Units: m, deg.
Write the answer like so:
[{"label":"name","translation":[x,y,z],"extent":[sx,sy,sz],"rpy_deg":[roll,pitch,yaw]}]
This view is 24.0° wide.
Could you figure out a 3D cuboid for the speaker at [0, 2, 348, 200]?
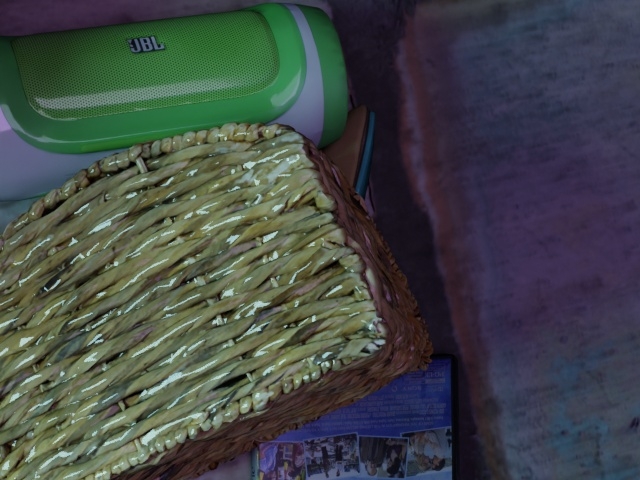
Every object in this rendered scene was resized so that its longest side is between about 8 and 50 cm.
[{"label":"speaker","translation":[-0.135,-0.107,1.146],"extent":[0.297,0.131,0.131],"rpy_deg":[-10,93,-17]}]

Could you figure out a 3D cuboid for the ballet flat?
[{"label":"ballet flat","translation":[0.000,0.000,1.213],"extent":[0.073,0.080,0.232],"rpy_deg":[5,81,2]}]

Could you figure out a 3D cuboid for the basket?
[{"label":"basket","translation":[-0.097,0.051,1.107],"extent":[0.299,0.223,0.213],"rpy_deg":[-27,78,8]}]

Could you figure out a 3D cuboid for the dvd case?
[{"label":"dvd case","translation":[0.031,0.223,1.255],"extent":[0.180,0.022,0.253],"rpy_deg":[-1,91,-18]}]
